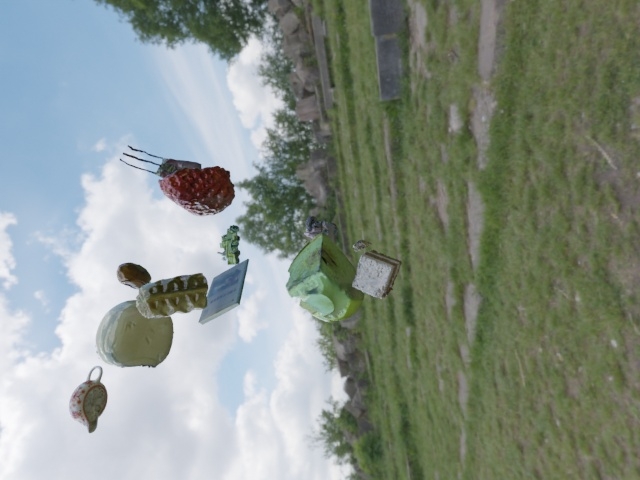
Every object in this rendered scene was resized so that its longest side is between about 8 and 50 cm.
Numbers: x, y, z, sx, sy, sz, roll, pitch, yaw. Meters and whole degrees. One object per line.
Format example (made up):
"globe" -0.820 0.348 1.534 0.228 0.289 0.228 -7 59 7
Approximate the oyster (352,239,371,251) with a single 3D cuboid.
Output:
"oyster" 0.196 0.019 2.089 0.034 0.093 0.051 38 -153 -54

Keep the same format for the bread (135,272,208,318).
"bread" -0.577 0.218 1.710 0.152 0.268 0.130 67 151 27

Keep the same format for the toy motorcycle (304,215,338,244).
"toy motorcycle" 0.005 0.000 2.082 0.239 0.108 0.204 12 -98 -38

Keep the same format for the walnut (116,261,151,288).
"walnut" -0.982 0.189 2.314 0.245 0.137 0.137 57 -153 -65

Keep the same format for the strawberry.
"strawberry" -0.501 -0.188 1.797 0.336 0.265 0.149 2 -112 -61

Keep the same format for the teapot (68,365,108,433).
"teapot" -0.906 0.617 1.719 0.159 0.116 0.245 24 -116 -57

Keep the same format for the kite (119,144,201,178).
"kite" -0.735 -0.348 2.056 0.022 0.361 0.204 126 158 -45

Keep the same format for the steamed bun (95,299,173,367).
"steamed bun" -0.864 0.430 2.032 0.334 0.233 0.311 32 -119 -49

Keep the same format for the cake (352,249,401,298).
"cake" 0.191 0.116 1.493 0.147 0.135 0.135 -18 -52 -74

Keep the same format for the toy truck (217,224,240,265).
"toy truck" -0.566 0.025 2.725 0.128 0.135 0.259 95 174 -49

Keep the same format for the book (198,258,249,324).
"book" -0.403 0.212 1.866 0.025 0.215 0.282 50 -158 -29

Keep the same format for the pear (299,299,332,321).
"pear" 0.040 0.267 2.167 0.255 0.164 0.238 21 90 58

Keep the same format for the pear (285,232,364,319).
"pear" 0.027 0.160 1.590 0.282 0.176 0.286 42 -154 -21
